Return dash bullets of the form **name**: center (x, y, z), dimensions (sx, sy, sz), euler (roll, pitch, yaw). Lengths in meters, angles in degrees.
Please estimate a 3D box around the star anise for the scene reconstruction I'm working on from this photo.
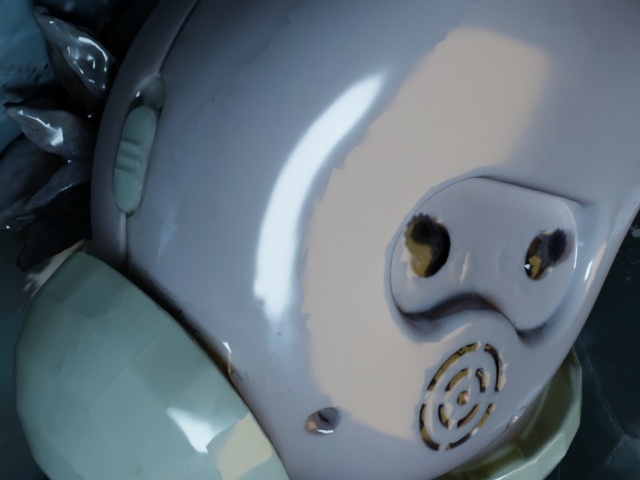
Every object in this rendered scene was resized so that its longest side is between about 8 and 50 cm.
- **star anise**: center (-0.103, -0.062, 0.520), dimensions (0.195, 0.065, 0.182), euler (-62, 164, 22)

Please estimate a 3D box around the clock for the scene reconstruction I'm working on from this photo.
- **clock**: center (0.034, -0.011, 0.487), dimensions (0.342, 0.184, 0.326), euler (11, 102, -37)
